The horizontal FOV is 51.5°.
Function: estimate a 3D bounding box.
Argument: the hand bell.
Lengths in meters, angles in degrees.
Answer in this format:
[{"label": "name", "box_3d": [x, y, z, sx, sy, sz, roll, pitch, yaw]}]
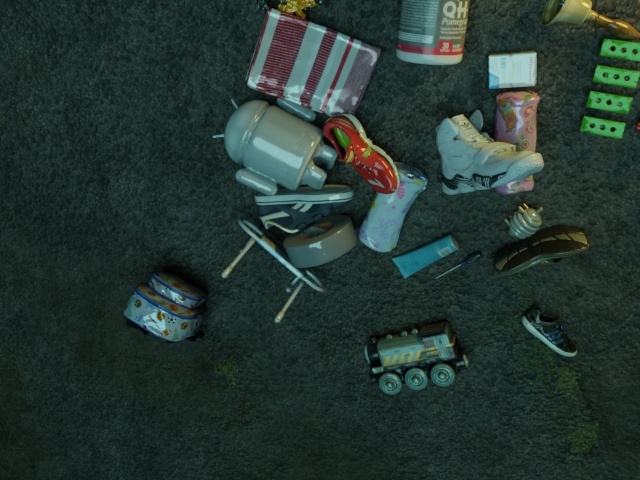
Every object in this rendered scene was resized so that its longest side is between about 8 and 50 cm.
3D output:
[{"label": "hand bell", "box_3d": [0.700, -0.560, 1.680, 0.242, 0.126, 0.126, 20, 117, -9]}]

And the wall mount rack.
[{"label": "wall mount rack", "box_3d": [-0.156, 0.093, 2.036, 0.350, 0.304, 0.130, 40, 101, -6]}]

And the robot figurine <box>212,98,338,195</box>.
[{"label": "robot figurine", "box_3d": [-0.128, -0.279, 1.925, 0.354, 0.200, 0.299, 26, 76, 0]}]

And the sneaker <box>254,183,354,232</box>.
[{"label": "sneaker", "box_3d": [-0.042, -0.098, 2.029, 0.321, 0.126, 0.127, -2, 108, 26]}]

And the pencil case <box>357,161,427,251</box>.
[{"label": "pencil case", "box_3d": [0.212, -0.099, 1.976, 0.124, 0.113, 0.273, 18, 117, -12]}]

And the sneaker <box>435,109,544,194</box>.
[{"label": "sneaker", "box_3d": [0.425, -0.244, 1.764, 0.138, 0.366, 0.210, -19, 95, -23]}]

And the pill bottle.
[{"label": "pill bottle", "box_3d": [0.294, -0.620, 1.691, 0.177, 0.176, 0.318, 8, 115, 10]}]

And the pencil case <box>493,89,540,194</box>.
[{"label": "pencil case", "box_3d": [0.537, -0.267, 1.827, 0.124, 0.124, 0.284, 1, 113, 13]}]

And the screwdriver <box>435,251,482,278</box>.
[{"label": "screwdriver", "box_3d": [0.424, 0.082, 2.055, 0.170, 0.025, 0.024, -33, 102, 23]}]

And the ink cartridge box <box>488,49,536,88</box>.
[{"label": "ink cartridge box", "box_3d": [0.514, -0.459, 1.781, 0.123, 0.052, 0.088, 0, 114, 14]}]

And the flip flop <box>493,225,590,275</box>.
[{"label": "flip flop", "box_3d": [0.648, 0.043, 1.950, 0.277, 0.112, 0.080, -24, 132, 19]}]

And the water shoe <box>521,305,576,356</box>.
[{"label": "water shoe", "box_3d": [0.720, 0.282, 2.048, 0.203, 0.073, 0.080, 33, 114, -3]}]

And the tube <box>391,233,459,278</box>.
[{"label": "tube", "box_3d": [0.326, 0.047, 2.052, 0.207, 0.052, 0.080, -28, 100, 28]}]

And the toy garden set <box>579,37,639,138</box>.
[{"label": "toy garden set", "box_3d": [0.815, -0.389, 1.737, 0.204, 0.049, 0.244, 15, 114, 18]}]

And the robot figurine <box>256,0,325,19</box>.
[{"label": "robot figurine", "box_3d": [-0.098, -0.731, 1.784, 0.211, 0.085, 0.290, -16, 108, 19]}]

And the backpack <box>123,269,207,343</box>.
[{"label": "backpack", "box_3d": [-0.513, 0.226, 2.202, 0.277, 0.263, 0.213, 23, 100, 2]}]

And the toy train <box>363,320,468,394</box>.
[{"label": "toy train", "box_3d": [0.304, 0.380, 2.160, 0.334, 0.142, 0.190, -14, 97, 20]}]

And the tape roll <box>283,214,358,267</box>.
[{"label": "tape roll", "box_3d": [0.000, 0.000, 2.008, 0.219, 0.219, 0.072, -15, 110, 18]}]

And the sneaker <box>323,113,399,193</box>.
[{"label": "sneaker", "box_3d": [0.105, -0.230, 1.869, 0.279, 0.118, 0.107, 49, 130, 5]}]

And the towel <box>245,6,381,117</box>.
[{"label": "towel", "box_3d": [-0.025, -0.482, 1.852, 0.329, 0.037, 0.237, 18, 123, -9]}]

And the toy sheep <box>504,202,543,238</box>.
[{"label": "toy sheep", "box_3d": [0.593, -0.055, 1.923, 0.091, 0.091, 0.132, 35, 135, -4]}]
